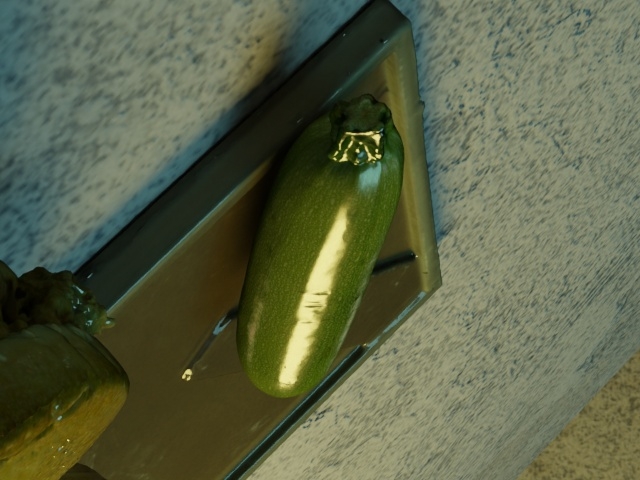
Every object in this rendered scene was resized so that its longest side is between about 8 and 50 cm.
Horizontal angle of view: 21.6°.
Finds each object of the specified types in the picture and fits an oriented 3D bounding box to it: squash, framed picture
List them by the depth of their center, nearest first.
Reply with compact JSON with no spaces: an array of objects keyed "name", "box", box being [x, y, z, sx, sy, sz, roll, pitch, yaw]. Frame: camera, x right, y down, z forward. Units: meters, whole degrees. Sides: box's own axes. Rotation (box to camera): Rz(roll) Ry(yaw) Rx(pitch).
[{"name":"squash","box":[0.000,0.000,0.869,0.066,0.066,0.252,-34,158,-34]},{"name":"framed picture","box":[-0.051,0.062,1.039,0.326,0.028,0.446,-44,162,-10]}]

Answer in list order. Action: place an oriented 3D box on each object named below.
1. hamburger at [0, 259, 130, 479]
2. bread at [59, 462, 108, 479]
[{"name":"hamburger","box":[-0.177,0.079,0.646,0.215,0.122,0.189,-32,164,-48]},{"name":"bread","box":[-0.184,0.184,0.799,0.190,0.132,0.114,-36,159,19]}]
